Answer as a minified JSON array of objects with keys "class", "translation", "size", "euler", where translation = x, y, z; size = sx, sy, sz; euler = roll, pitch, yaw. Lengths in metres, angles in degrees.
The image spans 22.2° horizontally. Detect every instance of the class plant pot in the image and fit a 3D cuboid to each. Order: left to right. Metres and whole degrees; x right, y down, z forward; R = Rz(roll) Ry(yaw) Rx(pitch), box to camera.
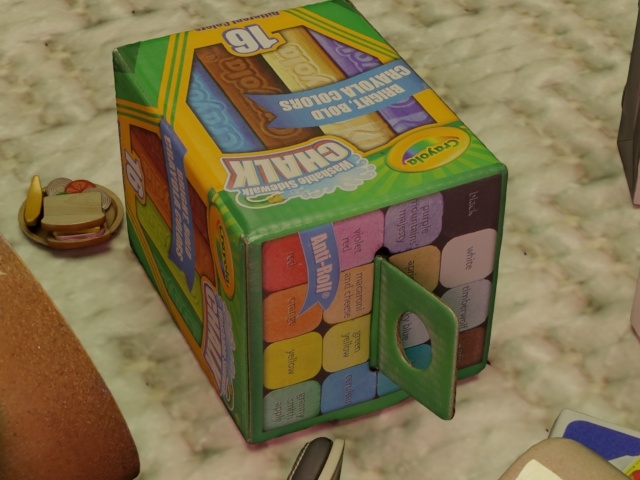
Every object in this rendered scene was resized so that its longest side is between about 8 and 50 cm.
[{"class":"plant pot","translation":[-0.270,0.114,0.901],"size":[0.254,0.237,0.237],"euler":[-38,52,-19]}]

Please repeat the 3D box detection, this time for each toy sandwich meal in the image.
[{"class":"toy sandwich meal","translation":[-0.183,-0.024,1.193],"size":[0.085,0.029,0.085],"euler":[1,40,-1]}]

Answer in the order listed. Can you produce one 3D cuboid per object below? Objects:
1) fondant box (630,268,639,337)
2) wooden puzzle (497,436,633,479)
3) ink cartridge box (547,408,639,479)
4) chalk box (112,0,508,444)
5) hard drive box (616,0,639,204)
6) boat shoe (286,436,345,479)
[{"class":"fondant box","translation":[0.384,-0.037,1.066],"size":[0.330,0.238,0.096],"euler":[-11,41,-15]},{"class":"wooden puzzle","translation":[0.121,0.281,0.709],"size":[0.322,0.080,0.348],"euler":[36,68,27]},{"class":"ink cartridge box","translation":[0.225,0.249,0.853],"size":[0.307,0.072,0.303],"euler":[18,42,15]},{"class":"chalk box","translation":[0.000,0.000,1.055],"size":[0.179,0.180,0.289],"euler":[-15,41,-20]},{"class":"hard drive box","translation":[0.351,-0.119,1.212],"size":[0.232,0.181,0.089],"euler":[2,38,-1]},{"class":"boat shoe","translation":[-0.042,0.182,0.916],"size":[0.065,0.075,0.206],"euler":[17,47,13]}]
